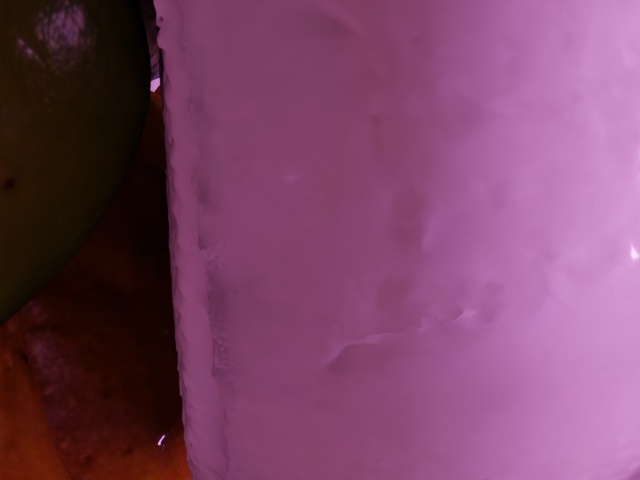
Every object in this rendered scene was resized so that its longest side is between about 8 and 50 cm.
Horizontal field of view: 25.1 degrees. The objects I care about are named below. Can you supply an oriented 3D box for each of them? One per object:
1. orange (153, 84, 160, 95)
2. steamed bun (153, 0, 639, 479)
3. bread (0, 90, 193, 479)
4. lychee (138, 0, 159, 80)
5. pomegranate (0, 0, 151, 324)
[{"bbox_3d":[-0.061,-0.035,0.966,0.161,0.193,0.193,36,22,-6],"label":"orange"},{"bbox_3d":[0.054,-0.069,0.546,0.374,0.241,0.374,178,-90,-87],"label":"steamed bun"},{"bbox_3d":[-0.101,0.073,0.762,0.312,0.172,0.312,-19,90,-73],"label":"bread"},{"bbox_3d":[-0.122,-0.220,0.802,0.255,0.255,0.274,5,73,-75],"label":"lychee"},{"bbox_3d":[-0.179,-0.090,0.480,0.302,0.236,0.236,83,2,-58],"label":"pomegranate"}]
